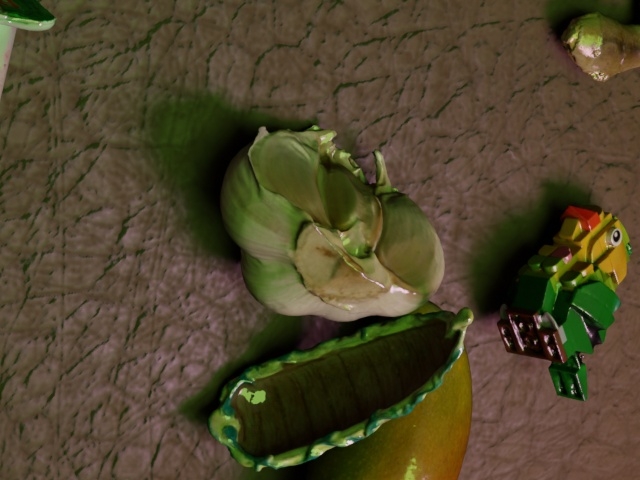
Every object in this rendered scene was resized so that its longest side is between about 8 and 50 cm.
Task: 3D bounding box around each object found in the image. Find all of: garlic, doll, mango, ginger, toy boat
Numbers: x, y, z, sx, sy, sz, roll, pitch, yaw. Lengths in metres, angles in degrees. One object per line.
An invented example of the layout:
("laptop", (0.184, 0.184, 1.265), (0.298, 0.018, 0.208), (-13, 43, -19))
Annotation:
("garlic", (0.000, 0.000, 1.586), (0.229, 0.178, 0.143), (26, 125, -16))
("doll", (0.263, 0.055, 1.761), (0.134, 0.106, 0.186), (37, 71, -38))
("mango", (0.075, 0.205, 1.689), (0.146, 0.129, 0.289), (26, 85, 5))
("ginger", (0.339, -0.228, 1.738), (0.214, 0.059, 0.133), (0, 114, -28))
("toy boat", (0.035, 0.135, 1.605), (0.293, 0.108, 0.099), (-25, 155, 21))

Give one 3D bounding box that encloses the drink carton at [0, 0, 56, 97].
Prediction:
("drink carton", (-0.312, -0.142, 1.360), (0.144, 0.146, 0.142), (8, 111, -30))
